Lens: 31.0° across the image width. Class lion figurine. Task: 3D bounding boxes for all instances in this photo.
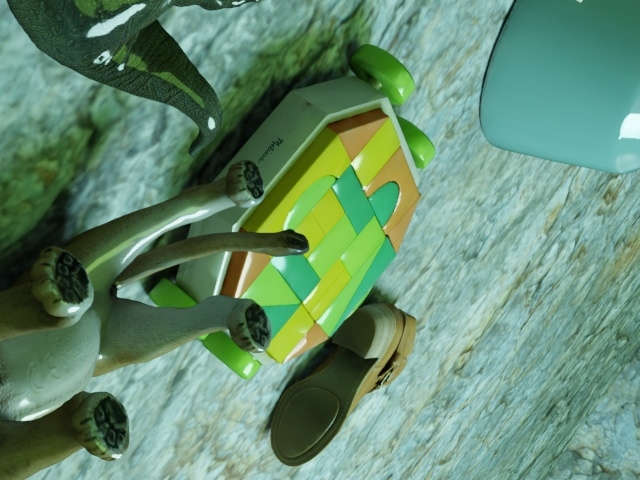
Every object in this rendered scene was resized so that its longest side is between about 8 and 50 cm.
[{"bbox_3d":[-0.177,0.065,0.669,0.240,0.142,0.392,-21,178,26],"label":"lion figurine"}]

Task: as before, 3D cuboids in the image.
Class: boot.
[{"bbox_3d":[0.035,0.157,1.247,0.197,0.073,0.152,-56,159,10],"label":"boot"}]

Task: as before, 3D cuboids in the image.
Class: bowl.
[{"bbox_3d":[0.324,-0.192,1.204,0.311,0.163,0.311,-39,151,-27],"label":"bowl"}]

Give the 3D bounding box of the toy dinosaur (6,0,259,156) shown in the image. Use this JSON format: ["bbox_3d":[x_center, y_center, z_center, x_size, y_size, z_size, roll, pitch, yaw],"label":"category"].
[{"bbox_3d":[-0.109,-0.165,0.581,0.160,0.121,0.313,-27,150,-24],"label":"toy dinosaur"}]

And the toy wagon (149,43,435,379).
[{"bbox_3d":[0.000,0.000,0.991,0.267,0.068,0.344,-50,154,-8],"label":"toy wagon"}]
